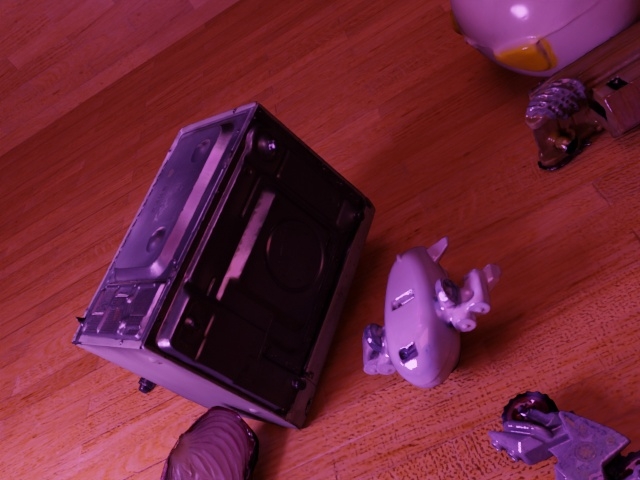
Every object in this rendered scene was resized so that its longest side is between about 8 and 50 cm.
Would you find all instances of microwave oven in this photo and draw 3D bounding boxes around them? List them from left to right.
[{"bbox_3d":[-0.119,0.045,1.032,0.247,0.333,0.394,-4,57,45],"label":"microwave oven"}]

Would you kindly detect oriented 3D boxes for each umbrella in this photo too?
[{"bbox_3d":[-0.304,0.228,1.266,0.036,0.031,0.133,-35,24,55],"label":"umbrella"}]

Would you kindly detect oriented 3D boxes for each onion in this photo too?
[{"bbox_3d":[-0.160,0.349,0.945,0.098,0.151,0.206,-51,4,47],"label":"onion"}]

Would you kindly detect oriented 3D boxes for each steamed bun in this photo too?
[{"bbox_3d":[0.402,-0.457,1.194,0.334,0.334,0.374,-32,32,8],"label":"steamed bun"}]

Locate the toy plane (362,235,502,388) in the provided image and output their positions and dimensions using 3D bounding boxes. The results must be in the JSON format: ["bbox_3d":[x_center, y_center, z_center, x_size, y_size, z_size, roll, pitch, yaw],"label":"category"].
[{"bbox_3d":[0.150,0.102,0.946,0.245,0.117,0.244,-38,32,30],"label":"toy plane"}]

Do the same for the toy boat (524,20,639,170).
[{"bbox_3d":[0.520,-0.273,1.035,0.445,0.136,0.162,-33,40,5],"label":"toy boat"}]

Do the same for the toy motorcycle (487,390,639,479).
[{"bbox_3d":[0.267,0.243,0.710,0.122,0.080,0.215,-45,30,-15],"label":"toy motorcycle"}]
